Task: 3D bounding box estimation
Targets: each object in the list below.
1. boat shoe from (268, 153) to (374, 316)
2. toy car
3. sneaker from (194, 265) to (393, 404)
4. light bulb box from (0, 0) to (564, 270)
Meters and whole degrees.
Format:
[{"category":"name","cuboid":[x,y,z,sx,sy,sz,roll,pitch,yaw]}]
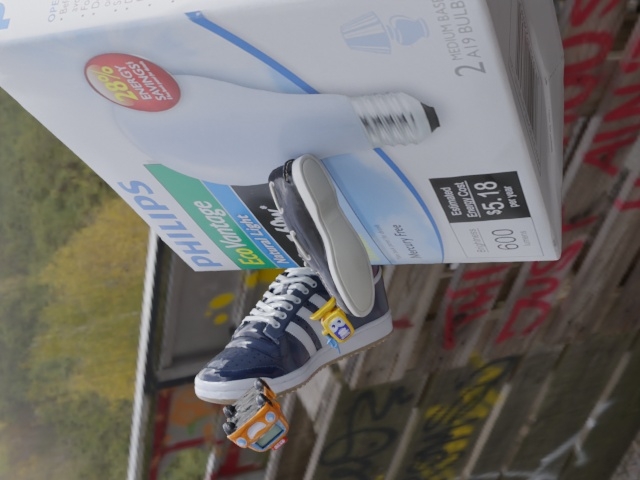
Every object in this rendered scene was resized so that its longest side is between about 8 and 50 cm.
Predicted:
[{"category":"boat shoe","cuboid":[0.000,0.000,0.645,0.038,0.046,0.125,-19,101,36]},{"category":"toy car","cuboid":[-0.013,0.093,0.585,0.040,0.122,0.060,50,163,-11]},{"category":"sneaker","cuboid":[-0.029,0.063,0.941,0.099,0.282,0.153,5,106,41]},{"category":"light bulb box","cuboid":[-0.009,-0.150,0.713,0.358,0.361,0.225,52,-139,-54]}]
